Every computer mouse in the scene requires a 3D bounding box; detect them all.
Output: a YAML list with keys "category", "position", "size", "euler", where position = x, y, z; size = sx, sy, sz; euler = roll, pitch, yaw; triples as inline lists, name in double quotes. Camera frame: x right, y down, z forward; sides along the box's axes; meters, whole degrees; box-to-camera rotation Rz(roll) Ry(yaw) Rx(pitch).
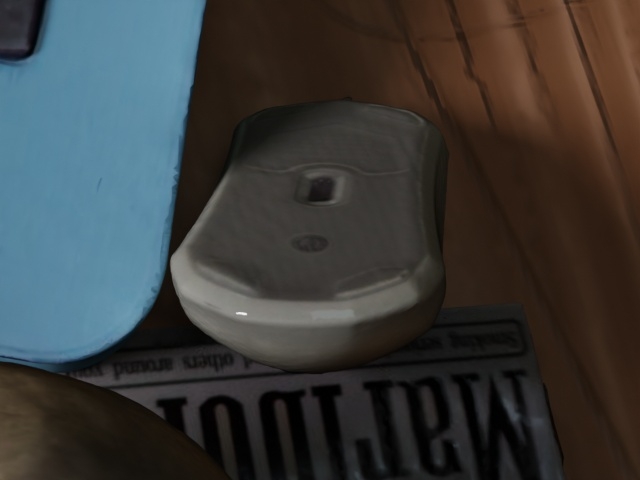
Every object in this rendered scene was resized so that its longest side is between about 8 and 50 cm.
- category: "computer mouse"
  position: [0.000, 0.000, 0.687]
  size: [0.089, 0.056, 0.181]
  euler: [5, 28, 3]

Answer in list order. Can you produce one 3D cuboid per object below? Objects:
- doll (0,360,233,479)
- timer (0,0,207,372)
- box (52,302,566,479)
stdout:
- category: "doll"
  position: [-0.120, 0.206, 0.506]
  size: [0.247, 0.247, 0.349]
  euler: [30, 74, -1]
- category: "timer"
  position: [-0.159, -0.081, 0.693]
  size: [0.232, 0.091, 0.250]
  euler: [11, 70, -9]
- category: "box"
  position: [-0.002, 0.084, 0.687]
  size: [0.178, 0.036, 0.115]
  euler: [-3, 67, -16]
